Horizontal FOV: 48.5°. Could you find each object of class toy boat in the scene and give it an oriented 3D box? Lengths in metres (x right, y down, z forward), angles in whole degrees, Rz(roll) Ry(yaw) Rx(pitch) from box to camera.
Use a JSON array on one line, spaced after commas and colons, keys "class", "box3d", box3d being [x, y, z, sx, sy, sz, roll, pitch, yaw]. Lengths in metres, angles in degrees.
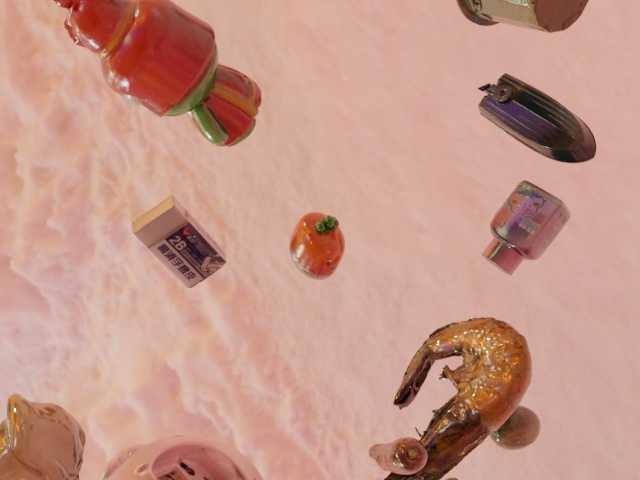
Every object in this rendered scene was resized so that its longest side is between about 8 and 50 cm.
[{"class": "toy boat", "box3d": [0.482, -0.256, 1.558, 0.114, 0.122, 0.296, -51, 55, 8]}]

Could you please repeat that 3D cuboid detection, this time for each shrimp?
[{"class": "shrimp", "box3d": [0.240, 0.337, 1.458, 0.445, 0.085, 0.272, -50, 40, -2]}]

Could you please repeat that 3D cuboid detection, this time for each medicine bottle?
[{"class": "medicine bottle", "box3d": [0.435, -0.021, 1.537, 0.119, 0.094, 0.188, 39, 94, 37]}]

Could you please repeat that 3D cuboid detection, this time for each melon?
[{"class": "melon", "box3d": [0.435, 0.417, 1.590, 0.098, 0.130, 0.098, 7, 98, 64]}]

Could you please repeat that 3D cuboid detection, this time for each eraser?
[{"class": "eraser", "box3d": [-0.330, 0.006, 1.673, 0.124, 0.210, 0.068, -32, 37, 8]}]

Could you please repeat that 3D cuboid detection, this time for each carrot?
[{"class": "carrot", "box3d": [0.122, 0.356, 1.176, 0.248, 0.059, 0.059, 122, 130, -71]}]

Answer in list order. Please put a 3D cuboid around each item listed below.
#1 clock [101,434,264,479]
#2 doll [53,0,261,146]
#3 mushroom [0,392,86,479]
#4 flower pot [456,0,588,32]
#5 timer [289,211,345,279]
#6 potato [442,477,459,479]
[{"class": "clock", "box3d": [-0.248, 0.538, 1.411, 0.368, 0.376, 0.250, 42, 105, 17]}, {"class": "doll", "box3d": [-0.246, -0.283, 1.100, 0.160, 0.363, 0.183, -33, 42, 38]}, {"class": "mushroom", "box3d": [-0.278, 0.274, 0.479, 0.126, 0.397, 0.177, 27, 118, -9]}, {"class": "flower pot", "box3d": [0.400, -0.504, 1.374, 0.202, 0.212, 0.212, 44, 117, 51]}, {"class": "timer", "box3d": [0.000, 0.000, 1.359, 0.136, 0.099, 0.136, 1, 91, 52]}, {"class": "potato", "box3d": [0.253, 0.527, 1.474, 0.046, 0.092, 0.045, 35, 155, 16]}]
